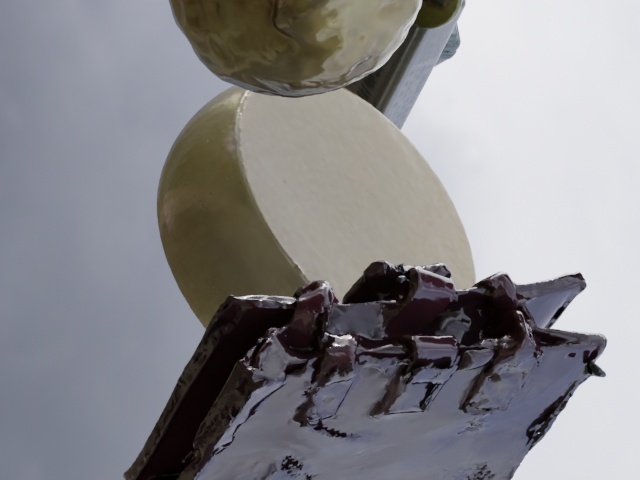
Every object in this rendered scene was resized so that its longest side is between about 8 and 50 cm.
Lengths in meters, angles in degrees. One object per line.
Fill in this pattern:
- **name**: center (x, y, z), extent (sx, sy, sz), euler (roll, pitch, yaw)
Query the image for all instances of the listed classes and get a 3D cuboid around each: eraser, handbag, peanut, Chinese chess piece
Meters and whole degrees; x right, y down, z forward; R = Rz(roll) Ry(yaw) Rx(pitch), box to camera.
- **eraser**: center (0.038, -0.138, 1.748), extent (0.089, 0.061, 0.352), euler (43, -54, 21)
- **handbag**: center (0.016, 0.090, 0.987), extent (0.216, 0.203, 0.074), euler (-62, -140, 46)
- **peanut**: center (-0.009, -0.117, 0.812), extent (0.103, 0.098, 0.229), euler (-52, -169, 18)
- **Chinese chess piece**: center (0.000, 0.000, 1.478), extent (0.102, 0.273, 0.273), euler (-38, -120, 34)

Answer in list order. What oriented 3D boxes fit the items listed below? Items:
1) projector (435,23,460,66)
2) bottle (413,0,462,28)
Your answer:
- **projector**: center (0.032, -0.299, 1.960), extent (0.099, 0.192, 0.256), euler (-26, -113, 49)
- **bottle**: center (0.069, -0.189, 1.199), extent (0.269, 0.083, 0.083), euler (-85, 179, -63)
